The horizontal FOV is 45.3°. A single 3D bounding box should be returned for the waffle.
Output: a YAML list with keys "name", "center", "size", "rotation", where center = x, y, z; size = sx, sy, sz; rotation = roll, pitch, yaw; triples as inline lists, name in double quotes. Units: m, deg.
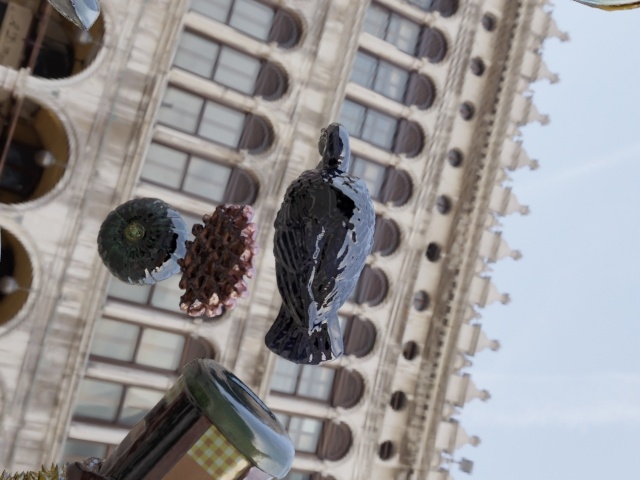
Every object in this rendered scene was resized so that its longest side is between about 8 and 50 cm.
- name: "waffle"
  center: [-0.202, 0.036, 1.518]
  size: [0.221, 0.055, 0.234]
  rotation: [-19, -119, 38]

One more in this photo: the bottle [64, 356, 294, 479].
- name: "bottle"
  center: [-0.160, 0.235, 0.681]
  size: [0.271, 0.143, 0.156]
  rotation: [-45, -168, -3]

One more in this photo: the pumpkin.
- name: "pumpkin"
  center: [-0.382, 0.000, 1.654]
  size: [0.140, 0.201, 0.202]
  rotation: [73, 24, -72]

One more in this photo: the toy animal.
- name: "toy animal"
  center: [0.000, 0.000, 0.933]
  size: [0.185, 0.122, 0.298]
  rotation: [112, -7, -54]

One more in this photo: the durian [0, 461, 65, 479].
- name: "durian"
  center: [-0.385, 0.398, 1.067]
  size: [0.250, 0.137, 0.183]
  rotation: [-100, 173, -66]

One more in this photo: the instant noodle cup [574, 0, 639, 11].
- name: "instant noodle cup"
  center: [0.264, -0.313, 0.664]
  size: [0.216, 0.215, 0.172]
  rotation: [-44, -159, 42]

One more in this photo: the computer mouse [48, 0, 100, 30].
- name: "computer mouse"
  center: [-0.352, -0.375, 1.023]
  size: [0.379, 0.090, 0.167]
  rotation: [-116, -168, -55]
